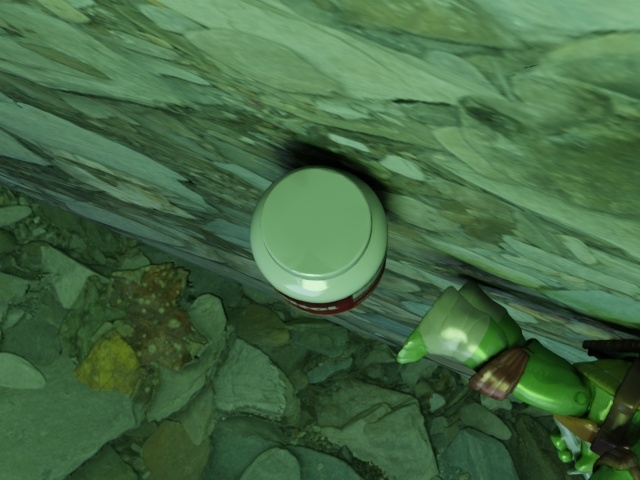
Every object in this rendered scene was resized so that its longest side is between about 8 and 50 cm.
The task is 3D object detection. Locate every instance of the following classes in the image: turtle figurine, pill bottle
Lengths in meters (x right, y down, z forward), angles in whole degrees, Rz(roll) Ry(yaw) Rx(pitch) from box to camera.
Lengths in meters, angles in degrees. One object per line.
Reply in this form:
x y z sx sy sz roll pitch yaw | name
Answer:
0.174 0.167 0.941 0.266 0.198 0.274 37 135 14 | turtle figurine
0.000 0.000 0.773 0.086 0.086 0.152 21 173 6 | pill bottle
